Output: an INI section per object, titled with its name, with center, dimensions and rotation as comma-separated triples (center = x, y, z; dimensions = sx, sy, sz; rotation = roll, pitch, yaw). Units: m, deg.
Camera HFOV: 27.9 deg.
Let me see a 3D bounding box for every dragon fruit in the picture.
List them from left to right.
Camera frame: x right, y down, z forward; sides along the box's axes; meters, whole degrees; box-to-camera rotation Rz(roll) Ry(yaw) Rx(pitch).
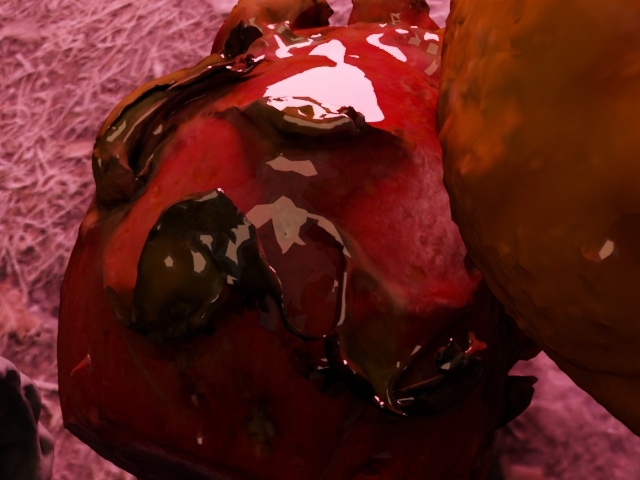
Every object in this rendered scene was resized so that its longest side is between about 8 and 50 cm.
[dragon fruit]
center = 0.000, 0.000, 0.662
dimensions = 0.250, 0.269, 0.291
rotation = 20, 70, 19

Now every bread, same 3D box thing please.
[bread]
center = 0.231, -0.031, 0.537
dimensions = 0.394, 0.250, 0.361
rotation = 27, 43, -17

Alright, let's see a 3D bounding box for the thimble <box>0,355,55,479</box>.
[thimble]
center = -0.239, 0.165, 0.654
dimensions = 0.172, 0.204, 0.250
rotation = -1, 41, 10
